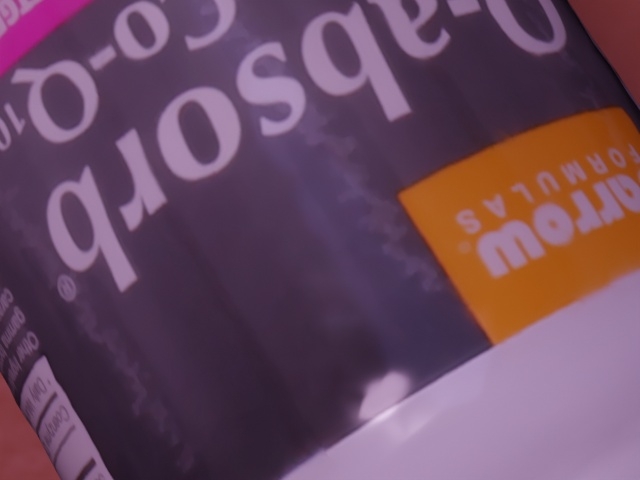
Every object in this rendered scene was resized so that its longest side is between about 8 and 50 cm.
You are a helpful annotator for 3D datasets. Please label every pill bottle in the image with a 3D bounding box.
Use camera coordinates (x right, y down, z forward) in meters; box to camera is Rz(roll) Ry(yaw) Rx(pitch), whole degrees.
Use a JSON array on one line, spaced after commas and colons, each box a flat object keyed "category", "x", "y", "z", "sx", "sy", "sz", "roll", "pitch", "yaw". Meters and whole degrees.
[{"category": "pill bottle", "x": 0.000, "y": 0.000, "z": 0.444, "sx": 0.162, "sy": 0.162, "sz": 0.278, "roll": -29, "pitch": 76, "yaw": -13}]
